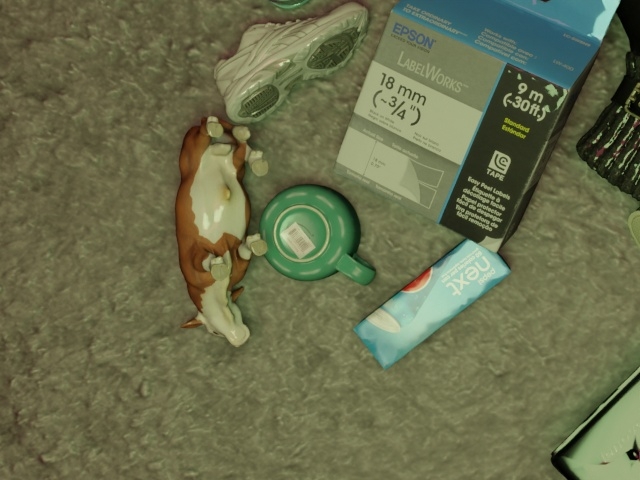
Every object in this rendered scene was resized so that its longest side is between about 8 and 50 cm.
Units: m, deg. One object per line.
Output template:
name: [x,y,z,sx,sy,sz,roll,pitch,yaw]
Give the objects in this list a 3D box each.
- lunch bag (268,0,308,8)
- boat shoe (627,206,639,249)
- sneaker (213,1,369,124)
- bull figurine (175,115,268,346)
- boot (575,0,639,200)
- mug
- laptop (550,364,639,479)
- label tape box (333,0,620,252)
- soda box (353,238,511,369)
lunch bag: [-0.059,-0.457,1.410,0.279,0.108,0.224,43,95,5]
boat shoe: [0.498,0.023,1.357,0.233,0.084,0.079,34,60,14]
sneaker: [-0.047,-0.261,1.426,0.232,0.090,0.115,-32,62,-2]
bull figurine: [-0.133,-0.015,1.409,0.101,0.188,0.311,-4,84,-23]
boot: [0.391,-0.218,1.332,0.348,0.131,0.260,51,131,32]
mug: [-0.003,-0.009,1.419,0.157,0.097,0.130,5,92,10]
laptop: [0.577,0.287,1.319,0.382,0.236,0.408,-47,126,8]
label tape box: [0.184,-0.190,1.314,0.240,0.106,0.334,28,115,16]
soda box: [0.147,0.077,1.412,0.210,0.067,0.071,-39,85,8]
